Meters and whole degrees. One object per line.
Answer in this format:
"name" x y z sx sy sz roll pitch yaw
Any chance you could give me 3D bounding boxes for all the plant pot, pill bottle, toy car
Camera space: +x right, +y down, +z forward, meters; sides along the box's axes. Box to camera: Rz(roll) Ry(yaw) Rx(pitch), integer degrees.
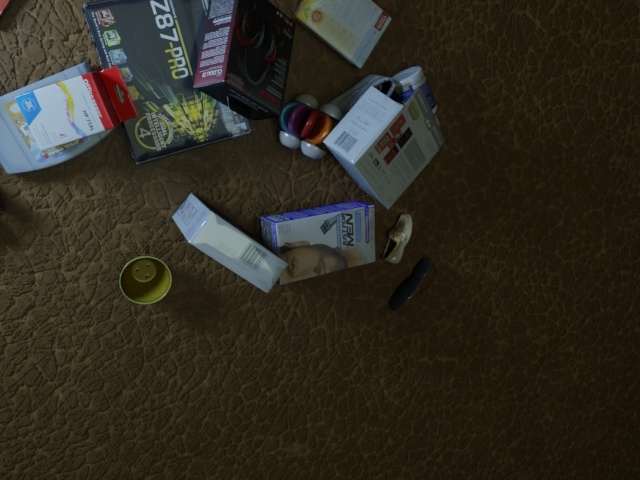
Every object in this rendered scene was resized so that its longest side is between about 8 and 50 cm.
"plant pot" -0.482 0.096 1.543 0.134 0.095 0.134 -5 107 -19
"pill bottle" 0.285 -0.413 1.686 0.112 0.112 0.186 -34 115 -9
"toy car" -0.039 -0.323 1.554 0.182 0.136 0.159 28 96 19

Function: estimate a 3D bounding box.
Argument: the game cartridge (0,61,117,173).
"game cartridge" -0.669 -0.292 1.392 0.297 0.062 0.198 -28 108 -12

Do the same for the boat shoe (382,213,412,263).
"boat shoe" 0.245 -0.007 1.810 0.059 0.063 0.170 10 101 -29

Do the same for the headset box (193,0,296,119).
"headset box" -0.185 -0.452 1.407 0.218 0.110 0.293 20 75 -52

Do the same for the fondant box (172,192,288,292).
"fondant box" -0.247 -0.003 1.476 0.238 0.330 0.096 36 87 -25

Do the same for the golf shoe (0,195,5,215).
"golf shoe" -0.848 -0.126 1.362 0.086 0.067 0.186 -36 101 -2

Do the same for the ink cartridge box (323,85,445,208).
"ink cartridge box" 0.193 -0.278 1.597 0.272 0.130 0.309 -49 149 0

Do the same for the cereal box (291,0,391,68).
"cereal box" 0.063 -0.625 1.581 0.240 0.047 0.173 32 92 -25

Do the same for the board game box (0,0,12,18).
"board game box" -0.831 -0.625 1.254 0.281 0.027 0.145 33 90 -25

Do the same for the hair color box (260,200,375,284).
"hair color box" 0.000 0.000 1.662 0.339 0.110 0.185 -12 108 -28

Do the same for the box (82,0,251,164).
"box" -0.382 -0.427 1.440 0.318 0.097 0.394 -19 110 -19

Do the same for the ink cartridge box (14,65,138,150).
"ink cartridge box" -0.569 -0.314 1.326 0.231 0.078 0.134 -19 110 0

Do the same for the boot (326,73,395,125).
"boot" 0.098 -0.387 1.616 0.258 0.123 0.095 -44 115 -5

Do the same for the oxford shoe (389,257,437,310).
"oxford shoe" 0.318 0.163 1.881 0.212 0.076 0.076 -47 126 -3
